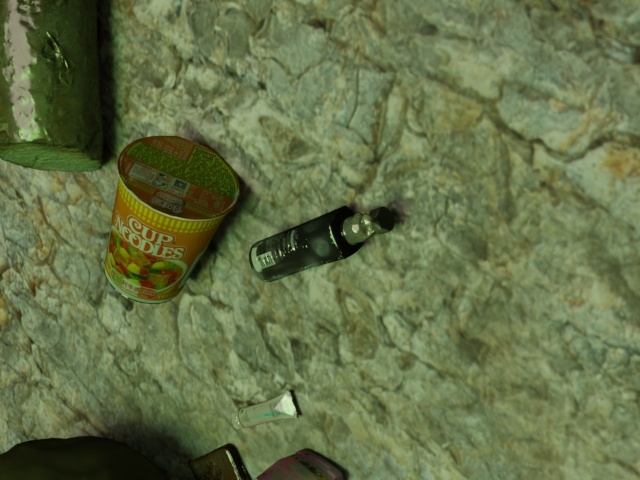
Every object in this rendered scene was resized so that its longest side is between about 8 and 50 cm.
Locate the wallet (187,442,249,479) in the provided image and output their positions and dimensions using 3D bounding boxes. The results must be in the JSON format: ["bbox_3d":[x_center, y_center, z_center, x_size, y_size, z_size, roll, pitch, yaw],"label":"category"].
[{"bbox_3d":[-0.122,0.378,1.544,0.095,0.026,0.176,-30,81,37],"label":"wallet"}]

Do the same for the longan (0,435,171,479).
[{"bbox_3d":[-0.353,0.489,1.509,0.404,0.404,0.435,-15,69,40],"label":"longan"}]

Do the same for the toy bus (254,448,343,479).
[{"bbox_3d":[-0.046,0.417,1.441,0.090,0.112,0.274,25,114,41],"label":"toy bus"}]

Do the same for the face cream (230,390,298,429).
[{"bbox_3d":[-0.076,0.231,1.480,0.115,0.020,0.038,-23,84,39],"label":"face cream"}]

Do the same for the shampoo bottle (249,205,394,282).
[{"bbox_3d":[0.001,0.001,1.342,0.208,0.063,0.057,-21,97,39],"label":"shampoo bottle"}]

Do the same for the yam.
[{"bbox_3d":[-0.388,-0.240,1.550,0.168,0.168,0.304,8,102,38],"label":"yam"}]

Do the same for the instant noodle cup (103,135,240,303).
[{"bbox_3d":[-0.211,-0.019,1.464,0.168,0.168,0.185,46,131,23],"label":"instant noodle cup"}]
